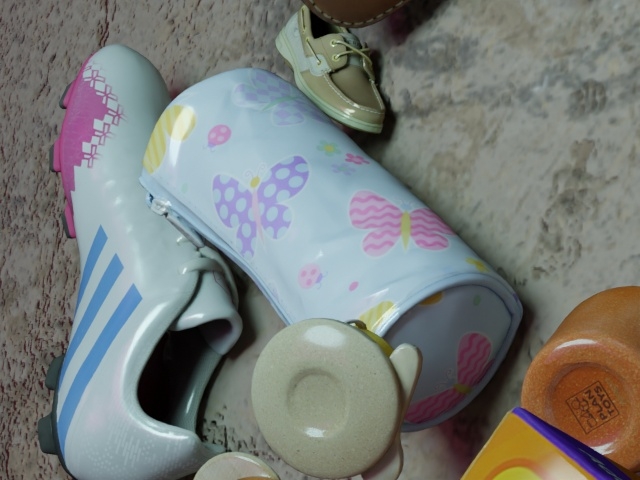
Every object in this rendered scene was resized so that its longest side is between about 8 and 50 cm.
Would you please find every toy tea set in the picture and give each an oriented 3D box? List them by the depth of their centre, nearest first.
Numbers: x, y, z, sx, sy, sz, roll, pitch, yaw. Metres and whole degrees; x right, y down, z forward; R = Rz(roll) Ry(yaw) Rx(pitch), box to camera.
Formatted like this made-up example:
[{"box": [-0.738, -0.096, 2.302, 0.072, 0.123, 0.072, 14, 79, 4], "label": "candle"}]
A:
[{"box": [0.075, 0.124, 1.061, 0.336, 0.124, 0.200, 1, 98, 26], "label": "toy tea set"}]

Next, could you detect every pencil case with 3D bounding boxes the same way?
[{"box": [0.000, 0.000, 1.207, 0.273, 0.124, 0.113, 43, 141, 41], "label": "pencil case"}]

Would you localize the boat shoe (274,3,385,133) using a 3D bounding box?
[{"box": [0.009, -0.119, 1.319, 0.045, 0.050, 0.135, -62, 39, 23], "label": "boat shoe"}]

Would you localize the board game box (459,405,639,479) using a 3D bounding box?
[{"box": [0.167, 0.338, 0.649, 0.356, 0.356, 0.356, -55, 39, 4], "label": "board game box"}]

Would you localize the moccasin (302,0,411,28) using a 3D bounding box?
[{"box": [0.126, -0.237, 1.165, 0.380, 0.139, 0.147, -30, 45, 30], "label": "moccasin"}]

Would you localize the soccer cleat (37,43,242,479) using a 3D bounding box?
[{"box": [-0.110, 0.014, 1.387, 0.143, 0.116, 0.331, -10, 70, 32], "label": "soccer cleat"}]
